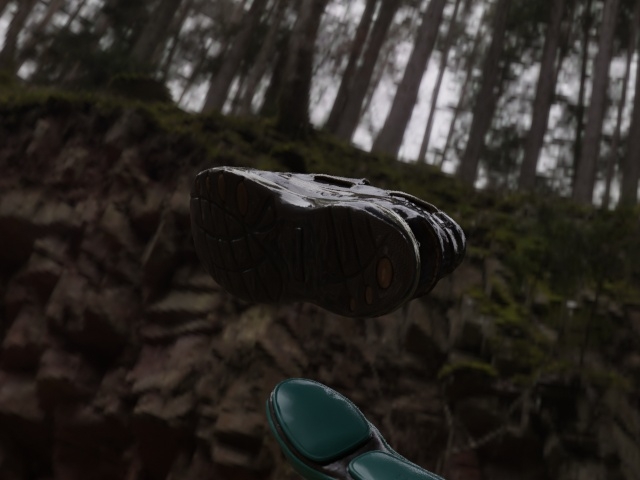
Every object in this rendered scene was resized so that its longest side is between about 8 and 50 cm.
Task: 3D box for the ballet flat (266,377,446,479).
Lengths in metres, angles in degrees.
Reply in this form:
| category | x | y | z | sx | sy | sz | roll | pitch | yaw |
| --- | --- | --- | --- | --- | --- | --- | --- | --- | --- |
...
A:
| category | x | y | z | sx | sy | sz | roll | pitch | yaw |
| --- | --- | --- | --- | --- | --- | --- | --- | --- | --- |
| ballet flat | 0.031 | 0.206 | 1.202 | 0.247 | 0.083 | 0.087 | 31 | -47 | 48 |

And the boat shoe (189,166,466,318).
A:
| category | x | y | z | sx | sy | sz | roll | pitch | yaw |
| --- | --- | --- | --- | --- | --- | --- | --- | --- | --- |
| boat shoe | 0.000 | 0.000 | 1.367 | 0.355 | 0.130 | 0.132 | 20 | -69 | 50 |
